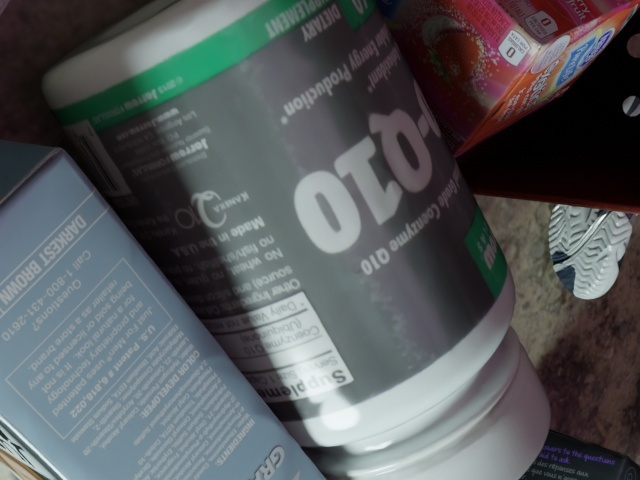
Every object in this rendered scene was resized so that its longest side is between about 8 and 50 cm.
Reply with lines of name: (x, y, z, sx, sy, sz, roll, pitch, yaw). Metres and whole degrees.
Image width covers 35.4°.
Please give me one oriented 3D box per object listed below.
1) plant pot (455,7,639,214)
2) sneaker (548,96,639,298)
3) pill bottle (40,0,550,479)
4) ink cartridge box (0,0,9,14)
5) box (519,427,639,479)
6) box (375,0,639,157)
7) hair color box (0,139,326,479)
plant pot: (0.228, -0.172, 0.836, 0.235, 0.267, 0.268, -9, 105, -54)
sneaker: (0.323, -0.054, 1.033, 0.153, 0.094, 0.235, 7, 84, -33)
pill bottle: (0.000, 0.000, 0.651, 0.204, 0.204, 0.361, -41, 112, -28)
ink cartridge box: (-0.277, -0.148, 0.494, 0.218, 0.092, 0.159, 39, 73, -41)
box: (0.225, 0.339, 0.992, 0.165, 0.143, 0.270, 39, 72, -41)
box: (0.076, -0.202, 0.683, 0.128, 0.123, 0.257, -30, 75, -33)
hair color box: (-0.127, 0.112, 0.612, 0.114, 0.185, 0.374, -50, 126, -24)
